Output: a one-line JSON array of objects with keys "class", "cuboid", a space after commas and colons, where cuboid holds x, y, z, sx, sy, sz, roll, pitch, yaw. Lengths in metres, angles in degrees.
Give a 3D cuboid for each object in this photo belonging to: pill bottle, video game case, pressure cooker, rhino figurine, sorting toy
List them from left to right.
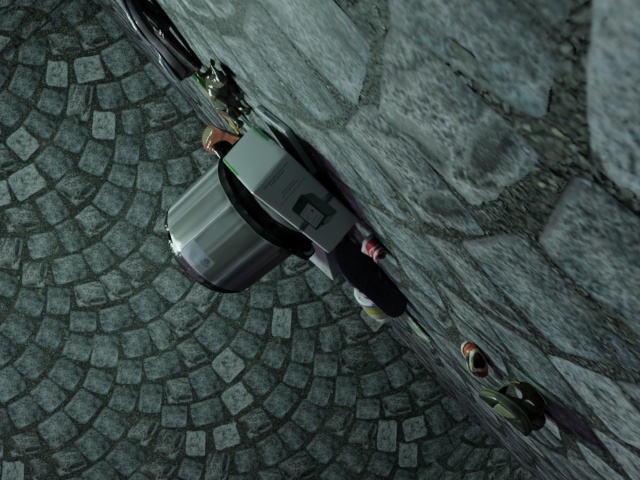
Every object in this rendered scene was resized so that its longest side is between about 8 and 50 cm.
[{"class": "rhino figurine", "cuboid": [-0.248, -0.379, 1.357, 0.106, 0.073, 0.243, 44, 174, 11]}, {"class": "sorting toy", "cuboid": [-0.298, -0.422, 1.657, 0.132, 0.046, 0.274, 47, 176, 15]}, {"class": "pressure cooker", "cuboid": [-0.211, -0.079, 1.618, 0.370, 0.420, 0.376, 28, -146, -41]}, {"class": "video game case", "cuboid": [-0.081, -0.241, 1.280, 0.143, 0.019, 0.157, 44, 174, 41]}, {"class": "pill bottle", "cuboid": [0.208, 0.220, 1.963, 0.119, 0.119, 0.208, 45, 175, 35]}]

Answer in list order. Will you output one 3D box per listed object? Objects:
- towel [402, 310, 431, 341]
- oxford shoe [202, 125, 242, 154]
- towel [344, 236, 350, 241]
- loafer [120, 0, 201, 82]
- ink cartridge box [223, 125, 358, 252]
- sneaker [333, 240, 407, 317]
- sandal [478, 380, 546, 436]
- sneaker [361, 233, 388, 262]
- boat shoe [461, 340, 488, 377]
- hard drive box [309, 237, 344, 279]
[{"class": "towel", "cuboid": [0.358, 0.316, 2.037, 0.152, 0.023, 0.113, 50, 174, -3]}, {"class": "oxford shoe", "cuboid": [-0.319, -0.362, 2.204, 0.397, 0.140, 0.146, 40, -156, 30]}, {"class": "towel", "cuboid": [0.097, 0.041, 2.001, 0.271, 0.040, 0.370, 46, 176, 16]}, {"class": "loafer", "cuboid": [-0.441, -0.583, 1.501, 0.302, 0.095, 0.109, 60, -162, -52]}, {"class": "ink cartridge box", "cuboid": [-0.071, -0.123, 1.308, 0.289, 0.121, 0.211, 39, -176, -41]}, {"class": "sneaker", "cuboid": [0.145, 0.126, 1.759, 0.319, 0.112, 0.131, 50, 173, -14]}, {"class": "sandal", "cuboid": [0.421, 0.340, 1.132, 0.120, 0.086, 0.303, 39, -173, 32]}, {"class": "sneaker", "cuboid": [0.140, 0.031, 1.371, 0.067, 0.042, 0.118, 50, 175, 17]}, {"class": "boat shoe", "cuboid": [0.388, 0.301, 1.319, 0.137, 0.049, 0.043, 56, 170, -34]}, {"class": "hard drive box", "cuboid": [0.000, 0.000, 1.835, 0.181, 0.089, 0.232, 40, 161, 34]}]
